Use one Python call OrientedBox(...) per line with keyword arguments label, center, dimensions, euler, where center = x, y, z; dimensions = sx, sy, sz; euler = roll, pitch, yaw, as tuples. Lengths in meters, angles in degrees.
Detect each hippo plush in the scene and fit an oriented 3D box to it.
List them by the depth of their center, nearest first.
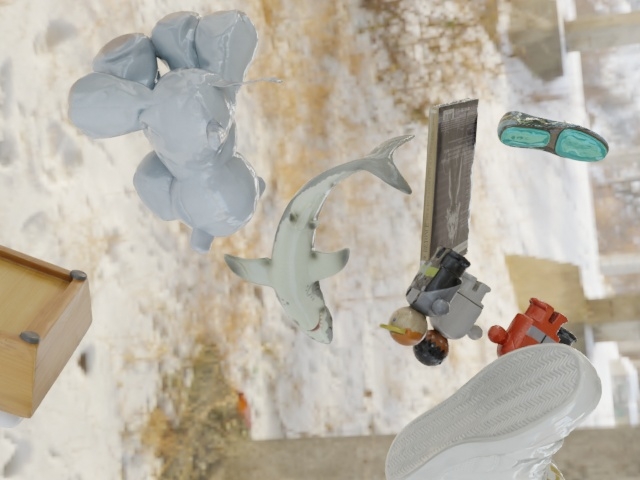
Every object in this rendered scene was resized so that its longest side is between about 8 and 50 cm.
OrientedBox(label="hippo plush", center=(-0.139, -0.133, 1.254), dimensions=(0.234, 0.294, 0.236), euler=(-52, 142, -30))

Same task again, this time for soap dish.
OrientedBox(label="soap dish", center=(-0.428, 0.101, 1.279), dimensions=(0.291, 0.229, 0.118), euler=(-84, -164, -72))

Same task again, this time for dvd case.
OrientedBox(label="dvd case", center=(0.171, -0.074, 1.333), dimensions=(0.164, 0.018, 0.221), euler=(-24, 119, -61))

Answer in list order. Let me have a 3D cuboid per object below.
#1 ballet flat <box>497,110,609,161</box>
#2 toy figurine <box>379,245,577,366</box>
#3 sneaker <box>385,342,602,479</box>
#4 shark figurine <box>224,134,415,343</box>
OrientedBox(label="ballet flat", center=(0.384, -0.178, 1.658), dimensions=(0.070, 0.189, 0.070), euler=(-168, -90, -83))
OrientedBox(label="toy figurine", center=(0.196, 0.125, 1.243), dimensions=(0.148, 0.210, 0.213), euler=(-57, 158, -3))
OrientedBox(label="sneaker", center=(0.220, 0.215, 1.049), dimensions=(0.169, 0.292, 0.108), euler=(31, 48, -18))
OrientedBox(label="shark figurine", center=(-0.006, -0.026, 1.221), dimensions=(0.116, 0.166, 0.278), euler=(-76, -169, -67))
